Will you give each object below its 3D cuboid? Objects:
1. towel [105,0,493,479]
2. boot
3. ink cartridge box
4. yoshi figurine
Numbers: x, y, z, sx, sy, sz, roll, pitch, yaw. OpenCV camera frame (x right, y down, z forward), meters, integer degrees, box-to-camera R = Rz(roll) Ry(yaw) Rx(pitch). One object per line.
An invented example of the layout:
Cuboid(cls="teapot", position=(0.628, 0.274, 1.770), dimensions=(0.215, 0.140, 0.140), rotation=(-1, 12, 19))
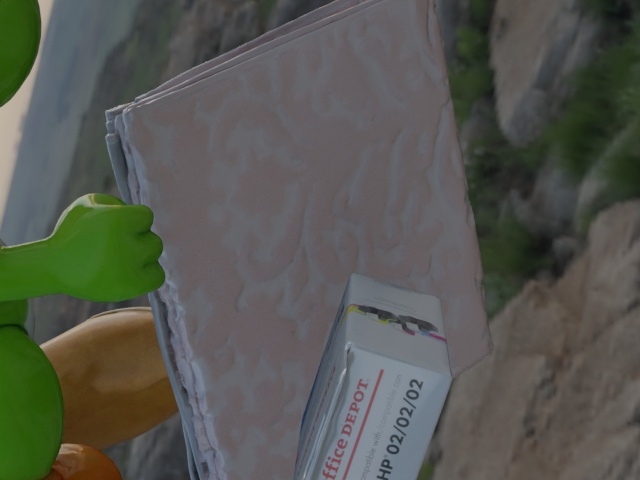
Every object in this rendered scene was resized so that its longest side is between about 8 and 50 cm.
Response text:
Cuboid(cls="towel", position=(0.000, 0.000, 1.091), dimensions=(0.053, 0.317, 0.332), rotation=(12, 122, 46))
Cuboid(cls="boot", position=(-0.236, 0.155, 1.088), dimensions=(0.295, 0.104, 0.211), rotation=(-22, 10, 33))
Cuboid(cls="ink cartridge box", position=(0.028, 0.096, 0.807), dimensions=(0.181, 0.061, 0.104), rotation=(-79, 7, -75))
Cuboid(cls="yoshi figurine", position=(-0.194, -0.018, 0.766), dimensions=(0.203, 0.203, 0.362), rotation=(-120, 20, -64))
